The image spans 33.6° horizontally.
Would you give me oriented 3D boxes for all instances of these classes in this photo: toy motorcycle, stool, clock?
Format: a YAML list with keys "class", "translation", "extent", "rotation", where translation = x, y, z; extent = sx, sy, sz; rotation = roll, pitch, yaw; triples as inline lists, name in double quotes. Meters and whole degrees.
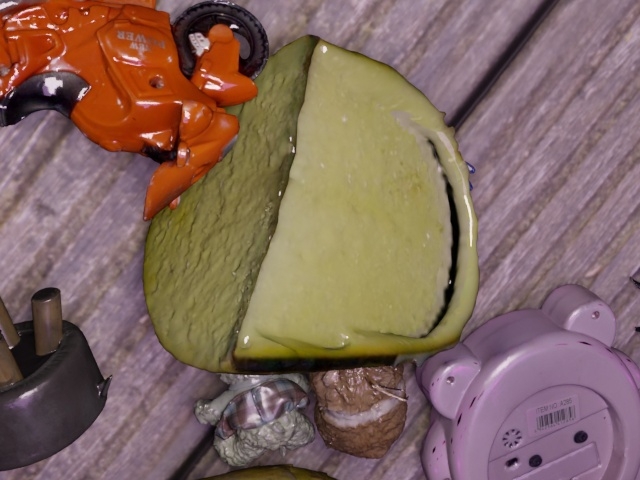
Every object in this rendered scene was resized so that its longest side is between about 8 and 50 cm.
- class: "toy motorcycle"
  translation: [-0.209, -0.131, 0.953]
  extent: [0.326, 0.148, 0.221]
  rotation: [4, 72, -10]
- class: "stool"
  translation: [-0.324, 0.139, 1.039]
  extent: [0.228, 0.153, 0.139]
  rotation: [-21, 117, -9]
- class: "clock"
  translation: [0.263, 0.230, 1.296]
  extent: [0.296, 0.113, 0.322]
  rotation: [-23, 115, -8]

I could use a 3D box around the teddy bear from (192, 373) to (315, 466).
- class: "teddy bear"
  translation: [-0.073, 0.169, 1.159]
  extent: [0.133, 0.111, 0.213]
  rotation: [-20, 118, -14]

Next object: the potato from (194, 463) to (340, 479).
- class: "potato"
  translation: [-0.060, 0.314, 1.213]
  extent: [0.251, 0.113, 0.149]
  rotation: [15, 147, -23]

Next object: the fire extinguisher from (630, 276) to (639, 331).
- class: "fire extinguisher"
  translation: [0.481, -0.029, 1.274]
  extent: [0.138, 0.102, 0.344]
  rotation: [22, 107, 9]

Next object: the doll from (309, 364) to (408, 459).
- class: "doll"
  translation: [0.042, 0.183, 1.177]
  extent: [0.105, 0.115, 0.221]
  rotation: [-25, 149, -19]

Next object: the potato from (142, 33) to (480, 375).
- class: "potato"
  translation: [0.000, 0.000, 1.076]
  extent: [0.280, 0.213, 0.330]
  rotation: [22, 74, -34]

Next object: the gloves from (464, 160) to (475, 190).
- class: "gloves"
  translation: [0.134, -0.067, 1.177]
  extent: [0.086, 0.026, 0.064]
  rotation: [26, 103, -30]
